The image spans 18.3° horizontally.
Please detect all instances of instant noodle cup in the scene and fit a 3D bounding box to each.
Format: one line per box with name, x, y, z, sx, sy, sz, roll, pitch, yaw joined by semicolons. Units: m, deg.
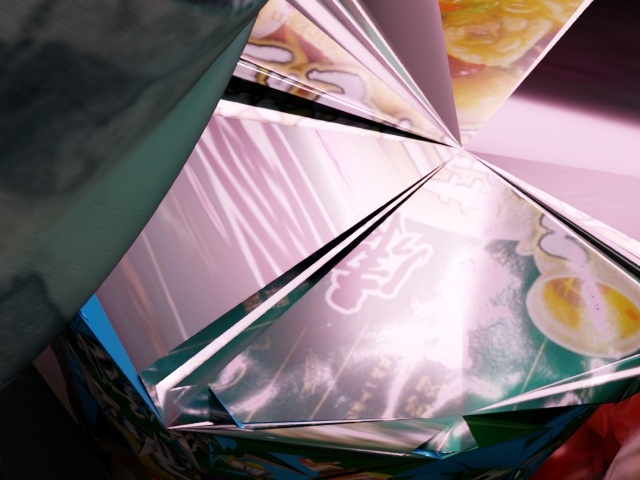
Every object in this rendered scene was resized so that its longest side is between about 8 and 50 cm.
instant noodle cup;0.006;0.001;0.654;0.178;0.240;0.240;107;-37;-59

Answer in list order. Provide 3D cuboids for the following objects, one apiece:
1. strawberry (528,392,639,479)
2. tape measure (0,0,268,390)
strawberry;0.204;0.129;0.795;0.292;0.292;0.343;53;22;-10
tape measure;-0.125;-0.070;0.435;0.147;0.256;0.275;30;21;-37
